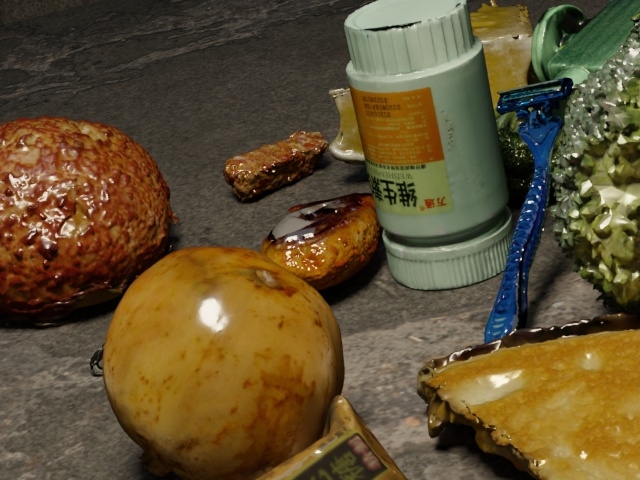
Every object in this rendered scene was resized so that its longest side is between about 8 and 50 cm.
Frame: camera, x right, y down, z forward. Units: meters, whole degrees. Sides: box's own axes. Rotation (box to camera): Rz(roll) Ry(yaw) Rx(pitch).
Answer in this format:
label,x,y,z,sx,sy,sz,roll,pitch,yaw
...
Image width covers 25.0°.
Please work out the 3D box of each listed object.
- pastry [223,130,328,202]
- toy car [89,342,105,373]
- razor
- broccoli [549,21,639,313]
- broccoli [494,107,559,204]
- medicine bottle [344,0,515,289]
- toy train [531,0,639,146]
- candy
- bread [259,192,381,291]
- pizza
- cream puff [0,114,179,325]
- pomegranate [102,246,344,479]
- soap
label,x,y,z,sx,sy,sz,roll,pitch,yaw
pastry,-0.064,-0.105,2.054,0.169,0.063,0.087,-22,33,-30
toy car,-0.218,0.130,1.645,0.093,0.025,0.041,-12,25,11
razor,0.222,-0.021,1.549,0.093,0.056,0.324,-10,59,39
broccoli,0.400,-0.041,1.388,0.353,0.397,0.275,-43,-8,39
broccoli,0.245,-0.114,1.818,0.146,0.138,0.162,19,-4,-26
medicine bottle,0.125,-0.116,1.647,0.158,0.318,0.158,-10,24,5
toy train,0.428,-0.221,1.750,0.179,0.272,0.442,11,44,45
candy,-0.036,0.246,1.182,0.271,0.101,0.143,-31,72,-34
bread,0.007,0.000,1.753,0.139,0.095,0.269,-6,10,13
pizza,0.328,0.143,1.259,0.392,0.080,0.435,-21,26,-15
cream puff,-0.356,-0.047,1.874,0.350,0.228,0.350,-10,21,4
pomegranate,-0.094,0.123,1.355,0.248,0.248,0.248,-11,23,5
soap,0.167,-0.229,2.076,0.304,0.169,0.338,-9,16,8
